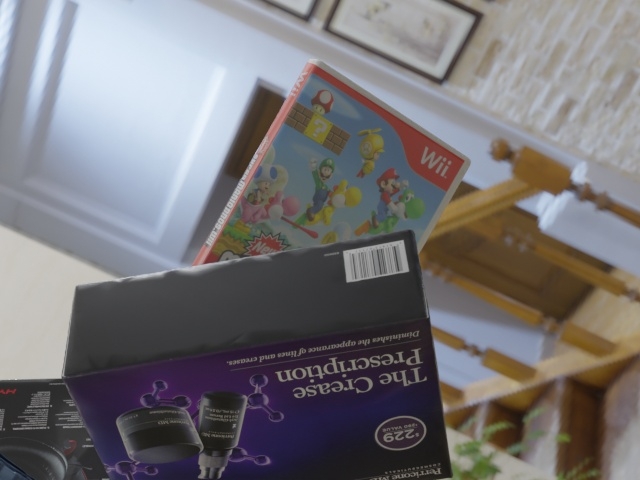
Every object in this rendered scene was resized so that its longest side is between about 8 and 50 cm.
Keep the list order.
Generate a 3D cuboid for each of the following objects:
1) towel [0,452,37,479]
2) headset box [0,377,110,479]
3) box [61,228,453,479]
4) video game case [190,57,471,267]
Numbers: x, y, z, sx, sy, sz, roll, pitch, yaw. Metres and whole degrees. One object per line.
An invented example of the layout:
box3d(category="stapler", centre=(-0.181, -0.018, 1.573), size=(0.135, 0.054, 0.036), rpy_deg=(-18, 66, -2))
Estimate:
box3d(category="towel", centre=(-0.304, 0.216, 0.980), size=(0.067, 0.119, 0.029), rpy_deg=(-42, 35, -2))
box3d(category="headset box", centre=(-0.265, 0.285, 1.085), size=(0.110, 0.218, 0.293), rpy_deg=(94, 173, -49))
box3d(category="box", centre=(-0.041, 0.110, 0.846), size=(0.103, 0.261, 0.184), rpy_deg=(-96, -6, -48))
box3d(category="video game case", centre=(0.000, 0.000, 1.051), size=(0.285, 0.204, 0.025), rpy_deg=(-60, 30, 2))
